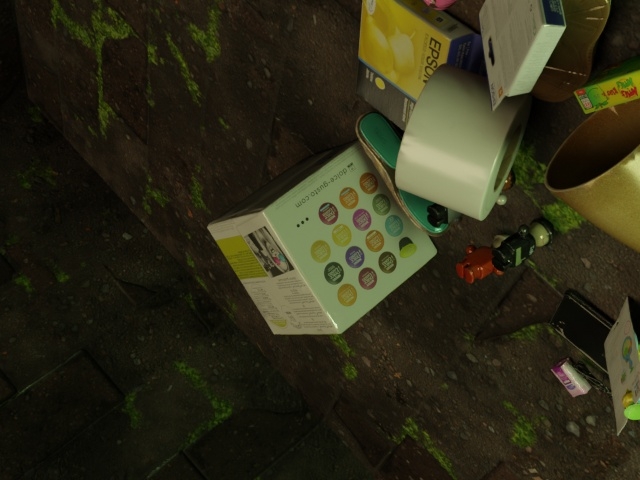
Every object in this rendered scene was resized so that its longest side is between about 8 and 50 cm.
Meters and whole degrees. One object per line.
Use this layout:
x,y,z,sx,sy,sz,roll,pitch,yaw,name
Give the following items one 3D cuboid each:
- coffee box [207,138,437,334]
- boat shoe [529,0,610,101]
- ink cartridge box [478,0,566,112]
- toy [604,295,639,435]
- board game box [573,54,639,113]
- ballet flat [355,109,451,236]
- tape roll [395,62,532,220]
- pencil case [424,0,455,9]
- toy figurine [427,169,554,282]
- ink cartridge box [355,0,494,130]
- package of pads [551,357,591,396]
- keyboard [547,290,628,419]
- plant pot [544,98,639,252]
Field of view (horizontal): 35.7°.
0.000,0.000,2.360,0.334,0.337,0.338,59,153,-11,coffee box
0.406,-0.331,1.604,0.104,0.089,0.285,22,151,3,boat shoe
0.320,-0.355,1.600,0.224,0.045,0.223,112,159,-60,ink cartridge box
0.586,0.236,1.860,0.056,0.237,0.137,13,130,1,toy
0.490,-0.253,1.533,0.043,0.092,0.181,59,153,-11,board game box
0.184,-0.147,2.179,0.316,0.107,0.106,59,174,1,ballet flat
0.259,-0.177,1.787,0.169,0.246,0.246,23,145,16,tape roll
0.234,-0.476,1.687,0.098,0.095,0.209,36,156,-8,pencil case
0.341,-0.036,1.994,0.209,0.148,0.213,59,156,2,toy figurine
0.201,-0.326,1.949,0.307,0.072,0.304,42,151,26,ink cartridge box
0.549,0.301,2.173,0.083,0.032,0.050,52,151,3,package of pads
0.600,0.253,2.035,0.317,0.033,0.201,43,145,23,keyboard
0.530,-0.079,1.573,0.254,0.237,0.237,43,156,-14,plant pot
